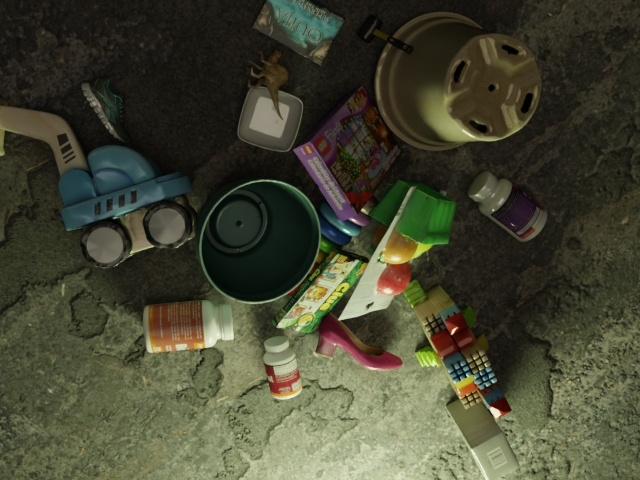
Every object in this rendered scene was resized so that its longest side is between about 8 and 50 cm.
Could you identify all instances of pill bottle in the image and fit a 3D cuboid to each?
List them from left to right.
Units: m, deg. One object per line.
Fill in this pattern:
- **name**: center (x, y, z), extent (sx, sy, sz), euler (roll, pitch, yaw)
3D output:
- **pill bottle**: center (-0.329, 0.213, 1.875), extent (0.216, 0.121, 0.121), euler (-4, 107, -6)
- **pill bottle**: center (-0.102, 0.331, 1.959), extent (0.086, 0.086, 0.151), euler (-12, 107, -4)
- **pill bottle**: center (0.473, -0.091, 1.903), extent (0.194, 0.108, 0.108), euler (35, 99, -16)

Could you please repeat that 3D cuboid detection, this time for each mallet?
- **mallet**: center (0.159, -0.473, 1.715), extent (0.039, 0.190, 0.062), euler (25, 96, -41)

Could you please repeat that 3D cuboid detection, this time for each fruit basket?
- **fruit basket**: center (0.176, 0.024, 1.820), extent (0.165, 0.327, 0.353), euler (37, 106, 20)

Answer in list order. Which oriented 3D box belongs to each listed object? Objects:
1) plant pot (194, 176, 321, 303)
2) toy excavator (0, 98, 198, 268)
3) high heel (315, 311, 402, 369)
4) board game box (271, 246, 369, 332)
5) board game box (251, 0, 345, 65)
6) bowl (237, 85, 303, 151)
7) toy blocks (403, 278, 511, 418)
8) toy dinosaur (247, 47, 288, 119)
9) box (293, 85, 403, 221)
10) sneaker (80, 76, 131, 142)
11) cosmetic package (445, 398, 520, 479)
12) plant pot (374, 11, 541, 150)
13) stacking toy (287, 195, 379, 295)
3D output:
- **plant pot**: center (-0.171, -0.021, 1.771), extent (0.293, 0.196, 0.292), euler (-8, 109, -23)
- **toy excavator**: center (-0.533, -0.155, 1.720), extent (0.433, 0.222, 0.444), euler (-17, 94, -2)
- **high heel**: center (0.112, 0.267, 1.979), extent (0.244, 0.082, 0.117), euler (15, 102, -3)
- **board game box**: center (0.002, 0.130, 1.884), extent (0.136, 0.030, 0.259), euler (15, 121, -49)
- **board game box**: center (-0.051, -0.510, 1.751), extent (0.186, 0.026, 0.126), euler (26, 101, -14)
- **bowl**: center (-0.121, -0.293, 1.791), extent (0.142, 0.053, 0.141), euler (15, 104, -11)
- **toy blocks**: center (0.358, 0.295, 1.920), extent (0.191, 0.261, 0.381), euler (-28, 108, 1)
- **toy dinosaur**: center (-0.119, -0.374, 1.723), extent (0.093, 0.053, 0.183), euler (2, 76, -15)
- **box**: center (0.073, -0.207, 1.735), extent (0.057, 0.293, 0.201), euler (-19, 113, 40)
- **sneaker**: center (-0.482, -0.306, 1.735), extent (0.076, 0.065, 0.166), euler (-32, 109, -2)
- **cosmetic package**: center (0.433, 0.524, 2.011), extent (0.107, 0.238, 0.127), euler (-29, 105, -2)
- **plant pot**: center (0.327, -0.351, 1.685), extent (0.334, 0.305, 0.333), euler (-3, 104, -14)
- **stacking toy**: center (0.000, 0.000, 1.864), extent (0.141, 0.141, 0.330), euler (35, 105, -16)
